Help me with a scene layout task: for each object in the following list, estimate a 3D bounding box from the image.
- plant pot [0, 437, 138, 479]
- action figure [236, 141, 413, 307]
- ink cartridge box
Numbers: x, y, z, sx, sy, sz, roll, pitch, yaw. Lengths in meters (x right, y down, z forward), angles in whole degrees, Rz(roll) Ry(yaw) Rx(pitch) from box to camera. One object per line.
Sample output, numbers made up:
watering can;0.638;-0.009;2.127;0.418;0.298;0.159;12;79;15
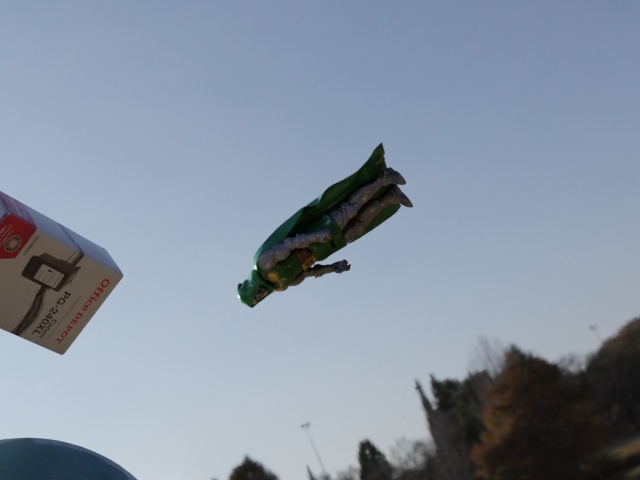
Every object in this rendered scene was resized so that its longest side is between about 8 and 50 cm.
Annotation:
plant pot;-0.282;0.356;0.790;0.290;0.290;0.195;-26;18;0
action figure;0.000;0.000;1.011;0.232;0.063;0.137;-37;-36;-6
ink cartridge box;-0.290;0.034;0.872;0.109;0.063;0.150;-52;-46;1
